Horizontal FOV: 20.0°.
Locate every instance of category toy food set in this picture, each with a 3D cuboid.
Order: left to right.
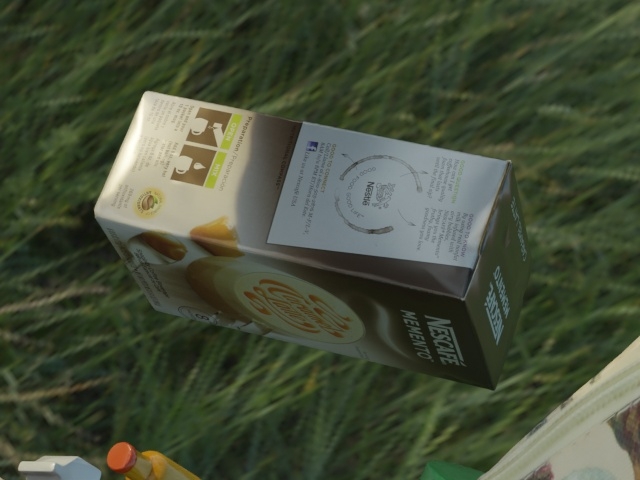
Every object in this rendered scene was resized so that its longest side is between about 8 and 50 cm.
[{"bbox_3d":[-0.222,0.224,1.504,0.104,0.232,0.111,44,52,-48],"label":"toy food set"}]

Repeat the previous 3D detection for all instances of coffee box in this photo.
[{"bbox_3d":[0.000,0.000,1.158,0.141,0.246,0.098,65,41,-59],"label":"coffee box"}]

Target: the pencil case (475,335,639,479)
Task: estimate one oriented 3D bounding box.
[{"bbox_3d":[0.127,0.117,0.680,0.183,0.410,0.160,29,42,-15],"label":"pencil case"}]

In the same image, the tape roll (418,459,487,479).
[{"bbox_3d":[0.191,0.222,1.008,0.321,0.321,0.077,23,90,-30],"label":"tape roll"}]
